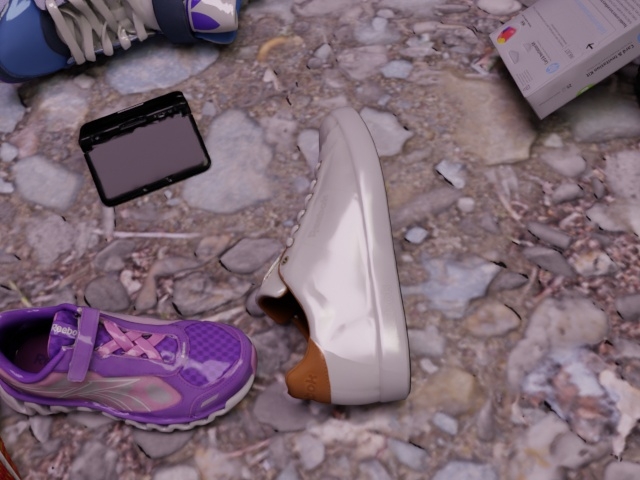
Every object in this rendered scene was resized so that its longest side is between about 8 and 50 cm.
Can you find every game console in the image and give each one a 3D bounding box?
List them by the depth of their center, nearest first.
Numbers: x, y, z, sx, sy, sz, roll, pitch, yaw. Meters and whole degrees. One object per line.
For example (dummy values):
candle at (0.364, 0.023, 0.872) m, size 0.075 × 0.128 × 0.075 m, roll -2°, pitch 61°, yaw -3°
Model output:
game console at (-0.193, -0.104, 0.773) m, size 0.122 × 0.071 × 0.107 m, roll -22°, pitch 27°, yaw -8°

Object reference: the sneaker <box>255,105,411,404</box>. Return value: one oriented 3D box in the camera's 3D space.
sneaker at (0.000, 0.000, 0.621) m, size 0.123 × 0.106 × 0.290 m, roll -6°, pitch 57°, yaw 1°

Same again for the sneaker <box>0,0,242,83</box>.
sneaker at (-0.216, -0.272, 0.815) m, size 0.236 × 0.130 × 0.323 m, roll 25°, pitch 58°, yaw 26°

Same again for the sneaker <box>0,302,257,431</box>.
sneaker at (-0.172, 0.095, 0.584) m, size 0.236 × 0.105 × 0.095 m, roll 0°, pitch 55°, yaw 6°

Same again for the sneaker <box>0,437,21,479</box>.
sneaker at (-0.302, 0.160, 0.584) m, size 0.067 × 0.064 × 0.175 m, roll -31°, pitch 55°, yaw -1°

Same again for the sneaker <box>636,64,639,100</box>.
sneaker at (0.355, -0.114, 0.637) m, size 0.109 × 0.130 × 0.286 m, roll -1°, pitch 58°, yaw 4°

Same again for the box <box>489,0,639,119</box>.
box at (0.270, -0.218, 0.697) m, size 0.186 × 0.038 × 0.145 m, roll -33°, pitch 35°, yaw 21°
